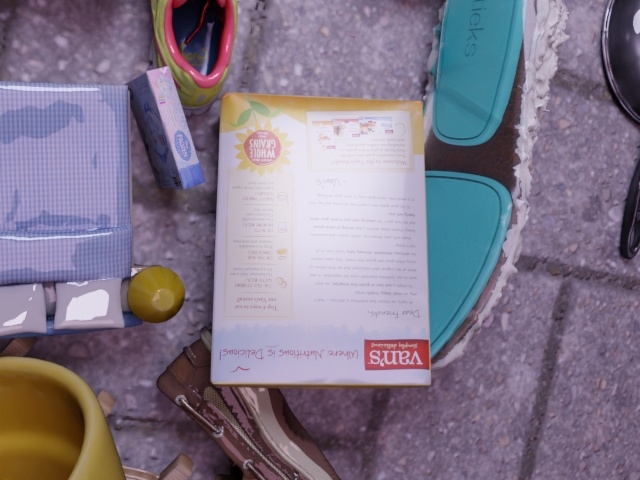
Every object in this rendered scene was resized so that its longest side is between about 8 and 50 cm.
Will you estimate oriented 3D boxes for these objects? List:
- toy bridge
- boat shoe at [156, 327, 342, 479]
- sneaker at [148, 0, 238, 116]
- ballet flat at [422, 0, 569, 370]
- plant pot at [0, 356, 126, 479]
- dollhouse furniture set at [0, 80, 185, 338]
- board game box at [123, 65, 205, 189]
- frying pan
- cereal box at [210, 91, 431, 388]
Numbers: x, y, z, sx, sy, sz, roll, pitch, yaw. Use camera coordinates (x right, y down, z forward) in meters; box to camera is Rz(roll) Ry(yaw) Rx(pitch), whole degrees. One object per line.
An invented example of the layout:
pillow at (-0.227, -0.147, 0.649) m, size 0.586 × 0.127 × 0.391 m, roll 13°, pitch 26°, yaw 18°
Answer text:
toy bridge at (-0.195, 0.151, 0.603) m, size 0.188 × 0.026 × 0.063 m, roll 42°, pitch 99°, yaw -13°
boat shoe at (-0.050, 0.199, 0.647) m, size 0.095 × 0.095 × 0.257 m, roll -35°, pitch 96°, yaw -13°
sneaker at (-0.098, -0.206, 0.579) m, size 0.082 × 0.094 × 0.208 m, roll -9°, pitch 97°, yaw -20°
ballet flat at (0.149, -0.063, 0.685) m, size 0.147 × 0.147 × 0.408 m, roll 17°, pitch 89°, yaw -23°
plant pot at (-0.240, 0.246, 0.500) m, size 0.254 × 0.254 × 0.239 m, roll -21°, pitch 119°, yaw -19°
dollhouse furniture set at (-0.231, -0.064, 0.482) m, size 0.303 × 0.198 × 0.286 m, roll 0°, pitch 96°, yaw -23°
board game box at (-0.124, -0.086, 0.582) m, size 0.020 × 0.090 × 0.090 m, roll -22°, pitch 104°, yaw -22°
frying pan at (0.363, -0.164, 0.806) m, size 0.197 × 0.053 × 0.326 m, roll 34°, pitch 79°, yaw -21°
cereal box at (0.000, 0.000, 0.607) m, size 0.173 × 0.047 × 0.240 m, roll 2°, pitch 77°, yaw -6°
